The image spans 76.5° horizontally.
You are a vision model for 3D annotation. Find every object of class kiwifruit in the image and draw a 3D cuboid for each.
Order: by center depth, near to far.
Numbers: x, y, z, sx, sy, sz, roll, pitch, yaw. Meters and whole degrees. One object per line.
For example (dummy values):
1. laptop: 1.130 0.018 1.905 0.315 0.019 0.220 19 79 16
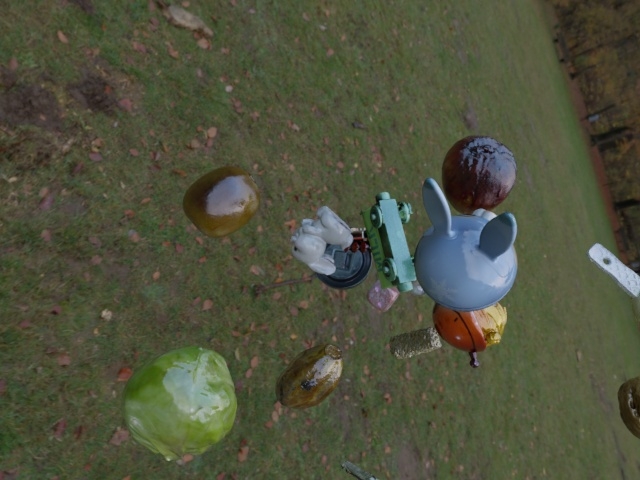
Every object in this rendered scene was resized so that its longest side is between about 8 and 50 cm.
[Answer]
1. kiwifruit: -0.297 -0.122 1.246 0.234 0.196 0.196 -44 118 -8

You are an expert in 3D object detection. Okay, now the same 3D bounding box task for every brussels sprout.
1. brussels sprout: -0.379 0.443 1.134 0.328 0.328 0.247 53 27 -26

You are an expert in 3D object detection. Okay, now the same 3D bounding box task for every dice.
1. dice: 0.231 0.202 1.508 0.094 0.091 0.093 36 13 19

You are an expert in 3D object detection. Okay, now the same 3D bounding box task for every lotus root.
1. lotus root: -0.041 0.484 1.463 0.193 0.291 0.193 41 22 -21

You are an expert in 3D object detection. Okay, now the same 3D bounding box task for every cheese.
1. cheese: 0.556 0.101 0.679 0.127 0.054 0.251 -36 74 -23

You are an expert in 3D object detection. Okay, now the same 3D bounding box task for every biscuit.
1. biscuit: 0.311 0.341 1.349 0.070 0.169 0.082 18 56 -53

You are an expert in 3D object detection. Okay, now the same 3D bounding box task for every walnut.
1. walnut: 0.924 0.475 1.135 0.155 0.155 0.184 50 46 -29

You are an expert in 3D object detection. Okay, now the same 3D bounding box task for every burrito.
1. burrito: 0.128 0.745 1.288 0.051 0.171 0.042 41 67 -24

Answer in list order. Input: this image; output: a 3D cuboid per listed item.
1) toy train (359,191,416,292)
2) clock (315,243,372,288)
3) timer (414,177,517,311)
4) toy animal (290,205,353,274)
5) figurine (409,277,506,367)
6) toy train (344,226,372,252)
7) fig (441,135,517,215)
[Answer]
1. toy train: 0.171 0.011 1.032 0.105 0.157 0.253 -11 80 -18
2. clock: 0.085 0.078 1.538 0.049 0.226 0.225 60 30 -64
3. timer: 0.232 0.000 0.630 0.175 0.175 0.255 -60 157 -44
4. toy animal: 0.008 0.000 1.294 0.179 0.193 0.127 32 11 -16
5. figurine: 0.408 0.196 1.208 0.323 0.196 0.320 49 2 17
6. toy train: 0.130 -0.002 1.358 0.050 0.138 0.086 7 83 -45
7. fig: 0.501 -0.200 1.296 0.224 0.224 0.263 -26 121 -52
